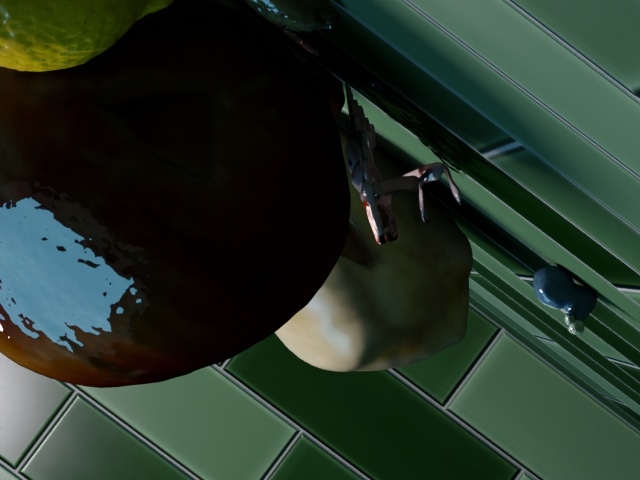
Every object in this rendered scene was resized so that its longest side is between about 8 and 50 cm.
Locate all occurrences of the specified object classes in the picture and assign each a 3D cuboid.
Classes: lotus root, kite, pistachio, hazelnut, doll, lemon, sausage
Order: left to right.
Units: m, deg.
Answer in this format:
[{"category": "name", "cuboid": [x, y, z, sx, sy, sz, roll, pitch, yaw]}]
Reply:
[{"category": "lemon", "cuboid": [-0.243, -0.251, 1.480, 0.253, 0.228, 0.228, 34, 179, -24]}, {"category": "hazelnut", "cuboid": [-0.182, -0.064, 1.735, 0.402, 0.402, 0.429, 38, 150, -30]}, {"category": "lotus root", "cuboid": [-0.028, -0.200, 1.486, 0.099, 0.049, 0.054, 31, 178, -21]}, {"category": "sausage", "cuboid": [-0.015, -0.147, 1.881, 0.076, 0.076, 0.141, 37, -176, -8]}, {"category": "pistachio", "cuboid": [0.000, 0.000, 2.330, 0.445, 0.281, 0.365, 32, 173, 14]}, {"category": "kite", "cuboid": [0.042, -0.158, 1.816, 0.285, 0.015, 0.152, 39, -179, -1]}, {"category": "doll", "cuboid": [0.288, 0.063, 2.153, 0.083, 0.050, 0.076, 36, -164, -9]}]

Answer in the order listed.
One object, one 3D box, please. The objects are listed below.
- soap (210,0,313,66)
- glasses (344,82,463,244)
[{"category": "soap", "cuboid": [-0.120, -0.193, 2.010, 0.182, 0.138, 0.199, 39, 178, -25]}, {"category": "glasses", "cuboid": [0.073, -0.087, 1.846, 0.255, 0.095, 0.162, 1, -114, -87]}]
